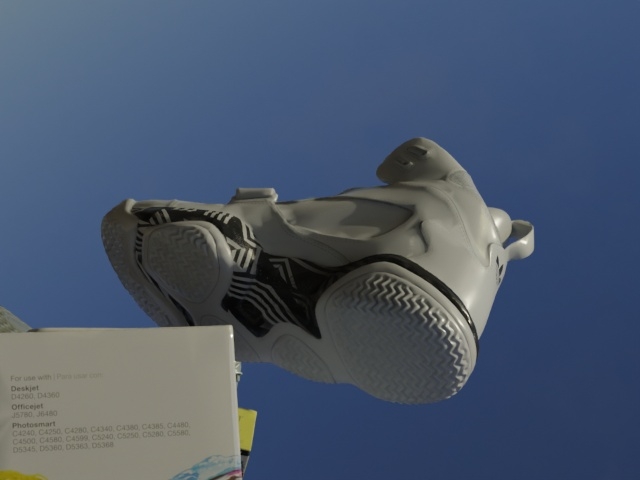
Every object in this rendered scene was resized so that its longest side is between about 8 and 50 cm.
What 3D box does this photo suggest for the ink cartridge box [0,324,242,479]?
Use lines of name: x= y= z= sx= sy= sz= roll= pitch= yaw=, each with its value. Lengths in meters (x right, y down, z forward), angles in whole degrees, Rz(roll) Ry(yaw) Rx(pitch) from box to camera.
ink cartridge box: x=-0.174 y=0.211 z=1.134 sx=0.197 sy=0.270 sz=0.198 roll=-1 pitch=169 yaw=-17

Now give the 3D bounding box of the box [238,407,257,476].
box: x=-0.136 y=0.274 z=1.706 sx=0.232 sy=0.087 sz=0.058 roll=109 pitch=-9 yaw=-49

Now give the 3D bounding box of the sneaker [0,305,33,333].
sneaker: x=-0.343 y=0.140 z=1.359 sx=0.163 sy=0.086 sz=0.226 roll=-56 pitch=175 yaw=5

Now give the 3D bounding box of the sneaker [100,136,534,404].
sneaker: x=0.001 y=0.007 z=1.268 sx=0.366 sy=0.137 sz=0.210 roll=16 pitch=-138 yaw=27

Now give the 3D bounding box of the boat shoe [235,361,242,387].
boat shoe: x=-0.146 y=0.191 z=2.145 sx=0.079 sy=0.227 sz=0.081 roll=-9 pitch=-138 yaw=-29

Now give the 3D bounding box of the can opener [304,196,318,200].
can opener: x=0.000 y=0.000 z=2.076 sx=0.076 sy=0.095 sz=0.283 roll=2 pitch=-171 yaw=2
